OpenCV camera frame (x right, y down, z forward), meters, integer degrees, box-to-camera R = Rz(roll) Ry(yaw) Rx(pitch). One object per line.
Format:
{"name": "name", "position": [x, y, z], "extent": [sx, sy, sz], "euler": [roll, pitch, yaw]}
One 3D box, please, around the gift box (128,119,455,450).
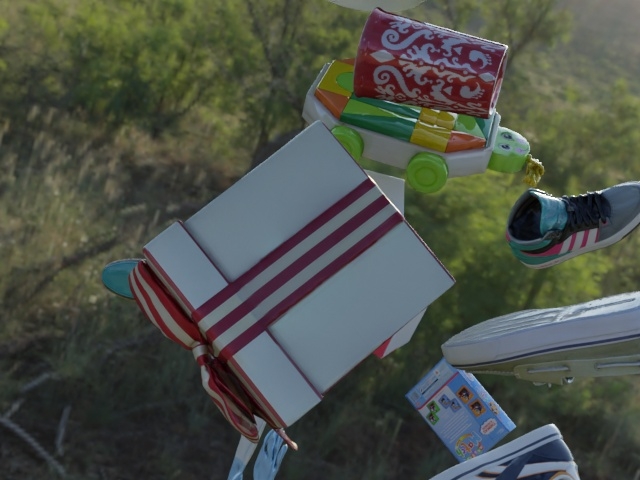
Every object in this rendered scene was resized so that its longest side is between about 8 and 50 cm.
{"name": "gift box", "position": [-0.035, 0.068, 1.085], "extent": [0.255, 0.258, 0.276], "euler": [50, -12, 10]}

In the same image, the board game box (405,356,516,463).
{"name": "board game box", "position": [0.305, 0.376, 2.206], "extent": [0.039, 0.160, 0.211], "euler": [-17, 62, -50]}

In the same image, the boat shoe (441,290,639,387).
{"name": "boat shoe", "position": [0.292, 0.140, 1.265], "extent": [0.302, 0.094, 0.109], "euler": [-15, 8, 38]}

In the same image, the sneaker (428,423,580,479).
{"name": "sneaker", "position": [0.266, 0.404, 1.563], "extent": [0.321, 0.126, 0.127], "euler": [-21, 63, -15]}

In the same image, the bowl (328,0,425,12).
{"name": "bowl", "position": [0.053, -0.481, 1.509], "extent": [0.298, 0.134, 0.298], "euler": [18, -16, 5]}

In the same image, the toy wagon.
{"name": "toy wagon", "position": [0.154, -0.165, 1.415], "extent": [0.344, 0.068, 0.267], "euler": [17, 36, 6]}

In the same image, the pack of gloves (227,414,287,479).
{"name": "pack of gloves", "position": [-0.135, 0.412, 1.714], "extent": [0.046, 0.232, 0.195], "euler": [19, -6, -23]}

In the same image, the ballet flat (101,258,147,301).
{"name": "ballet flat", "position": [-0.283, 0.075, 1.830], "extent": [0.232, 0.080, 0.073], "euler": [4, 1, 12]}

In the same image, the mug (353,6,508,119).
{"name": "mug", "position": [0.143, -0.222, 1.243], "extent": [0.169, 0.113, 0.150], "euler": [15, 33, 13]}

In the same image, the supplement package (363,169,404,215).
{"name": "supplement package", "position": [0.000, 0.000, 1.490], "extent": [0.194, 0.203, 0.149], "euler": [14, 53, -12]}

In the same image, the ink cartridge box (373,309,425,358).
{"name": "ink cartridge box", "position": [0.070, 0.118, 1.981], "extent": [0.237, 0.100, 0.172], "euler": [31, 17, 17]}

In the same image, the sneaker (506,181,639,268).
{"name": "sneaker", "position": [0.486, -0.053, 1.961], "extent": [0.178, 0.296, 0.123], "euler": [28, 40, -49]}
